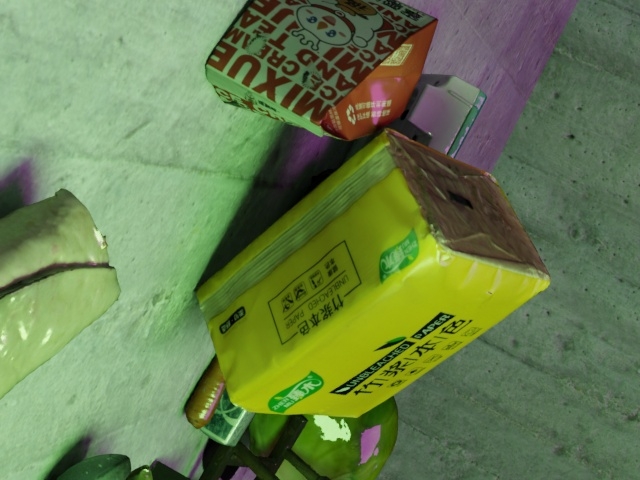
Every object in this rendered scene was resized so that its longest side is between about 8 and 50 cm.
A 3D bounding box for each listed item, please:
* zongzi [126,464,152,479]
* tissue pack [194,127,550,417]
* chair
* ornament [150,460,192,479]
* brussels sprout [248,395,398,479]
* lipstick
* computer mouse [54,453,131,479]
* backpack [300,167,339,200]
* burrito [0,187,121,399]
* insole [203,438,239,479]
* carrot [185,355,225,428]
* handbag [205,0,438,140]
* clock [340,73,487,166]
[{"bbox_3d":[-0.308,0.441,1.287,0.251,0.125,0.274,-57,176,-39],"label":"zongzi"},{"bbox_3d":[0.067,0.064,1.327,0.382,0.228,0.293,-39,148,28],"label":"tissue pack"},{"bbox_3d":[-0.122,0.536,1.748,0.203,0.240,0.416,23,101,-54],"label":"chair"},{"bbox_3d":[-0.262,0.486,1.580,0.153,0.166,0.196,-59,180,-41],"label":"ornament"},{"bbox_3d":[0.000,0.380,2.004,0.268,0.344,0.344,-110,-136,-74],"label":"brussels sprout"},{"bbox_3d":[-0.110,0.219,1.693,0.290,0.077,0.076,-60,165,-6],"label":"lipstick"},{"bbox_3d":[-0.329,0.348,1.226,0.229,0.068,0.113,-50,180,-2],"label":"computer mouse"},{"bbox_3d":[0.000,0.000,1.604,0.258,0.133,0.206,101,13,-63],"label":"backpack"},{"bbox_3d":[-0.294,0.072,0.791,0.299,0.105,0.143,-44,147,-47],"label":"burrito"},{"bbox_3d":[-0.187,0.421,1.928,0.109,0.007,0.322,-55,164,-17],"label":"insole"},{"bbox_3d":[-0.159,0.203,1.583,0.216,0.048,0.048,-64,166,-12],"label":"carrot"},{"bbox_3d":[0.007,-0.209,1.158,0.298,0.171,0.151,-40,155,-57],"label":"handbag"},{"bbox_3d":[0.132,-0.166,1.661,0.262,0.116,0.231,-61,-154,-1],"label":"clock"}]
